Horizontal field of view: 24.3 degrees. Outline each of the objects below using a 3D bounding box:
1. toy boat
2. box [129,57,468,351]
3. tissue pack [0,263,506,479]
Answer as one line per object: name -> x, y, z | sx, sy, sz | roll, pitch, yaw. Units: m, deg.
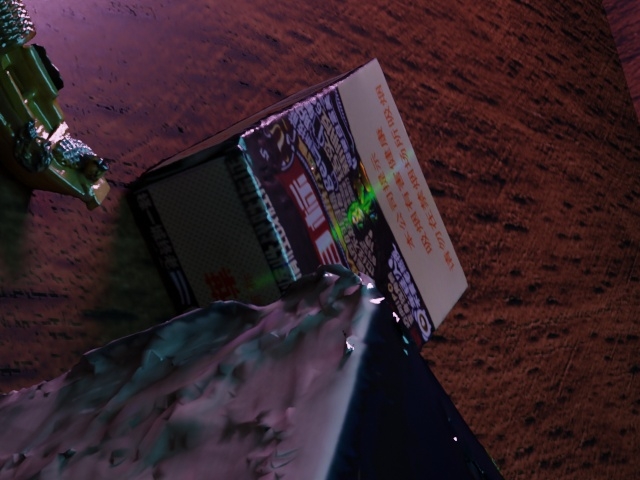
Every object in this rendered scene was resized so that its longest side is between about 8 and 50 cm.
toy boat -> -0.157, -0.079, 0.774 | 0.149, 0.049, 0.047 | 62, 23, -20
box -> 0.000, 0.000, 1.023 | 0.198, 0.084, 0.310 | 68, 22, -9
tissue pack -> -0.003, 0.256, 0.602 | 0.416, 0.253, 0.264 | 57, 26, -26
